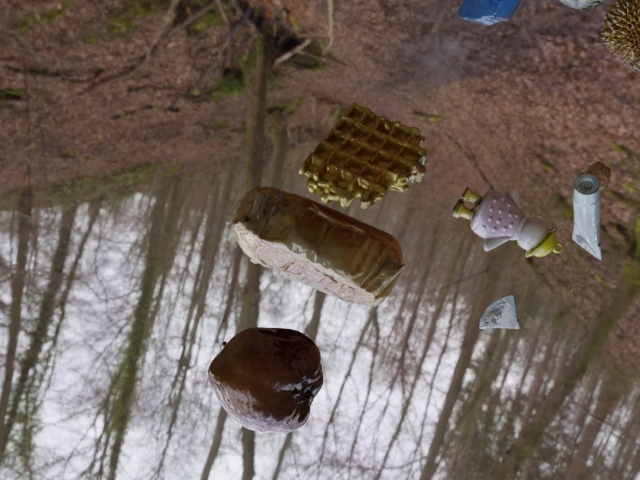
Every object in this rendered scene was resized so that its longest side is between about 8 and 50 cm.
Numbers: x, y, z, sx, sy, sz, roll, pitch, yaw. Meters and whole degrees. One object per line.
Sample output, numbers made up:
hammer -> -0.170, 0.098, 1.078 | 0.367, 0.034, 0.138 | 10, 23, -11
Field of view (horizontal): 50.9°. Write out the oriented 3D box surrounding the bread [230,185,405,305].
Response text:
bread -> -0.004, 0.003, 1.515 | 0.388, 0.183, 0.236 | 28, 158, -5

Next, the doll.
doll -> 0.344, -0.031, 1.220 | 0.207, 0.129, 0.081 | 27, 175, 6

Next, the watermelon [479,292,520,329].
watermelon -> 0.315, 0.135, 1.158 | 0.085, 0.085, 0.061 | 1, -145, -45

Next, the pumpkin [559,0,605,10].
pumpkin -> 0.706, -0.714, 1.818 | 0.190, 0.190, 0.146 | 30, -117, 37

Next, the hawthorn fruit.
hawthorn fruit -> -0.118, 0.260, 1.327 | 0.248, 0.208, 0.208 | 16, -169, 39

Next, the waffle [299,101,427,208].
waffle -> 0.096, -0.148, 1.316 | 0.219, 0.229, 0.057 | 27, 157, 27

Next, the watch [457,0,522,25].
watch -> 0.237, -0.544, 1.201 | 0.274, 0.241, 0.305 | 15, -158, -20

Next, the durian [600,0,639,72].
durian -> 0.554, -0.353, 1.131 | 0.158, 0.137, 0.168 | 19, -121, 7

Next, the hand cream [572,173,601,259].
hand cream -> 0.601, -0.043, 1.526 | 0.085, 0.058, 0.331 | 40, 172, 32

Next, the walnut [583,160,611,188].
walnut -> 0.843, -0.192, 2.056 | 0.079, 0.096, 0.082 | 29, -171, -41
